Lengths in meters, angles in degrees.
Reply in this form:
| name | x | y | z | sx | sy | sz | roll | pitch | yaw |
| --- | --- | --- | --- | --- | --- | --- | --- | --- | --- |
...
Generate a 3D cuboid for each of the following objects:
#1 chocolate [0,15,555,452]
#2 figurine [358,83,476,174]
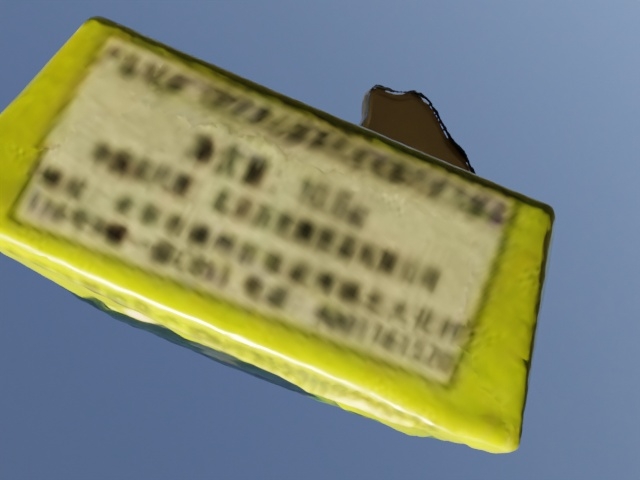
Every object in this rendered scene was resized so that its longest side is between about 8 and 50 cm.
| name | x | y | z | sx | sy | sz | roll | pitch | yaw |
| --- | --- | --- | --- | --- | --- | --- | --- | --- | --- |
| chocolate | -0.028 | 0.013 | 0.572 | 0.300 | 0.289 | 0.137 | 22 | -100 | 2 |
| figurine | -0.007 | -0.003 | 0.834 | 0.208 | 0.257 | 0.181 | 52 | -141 | -15 |
